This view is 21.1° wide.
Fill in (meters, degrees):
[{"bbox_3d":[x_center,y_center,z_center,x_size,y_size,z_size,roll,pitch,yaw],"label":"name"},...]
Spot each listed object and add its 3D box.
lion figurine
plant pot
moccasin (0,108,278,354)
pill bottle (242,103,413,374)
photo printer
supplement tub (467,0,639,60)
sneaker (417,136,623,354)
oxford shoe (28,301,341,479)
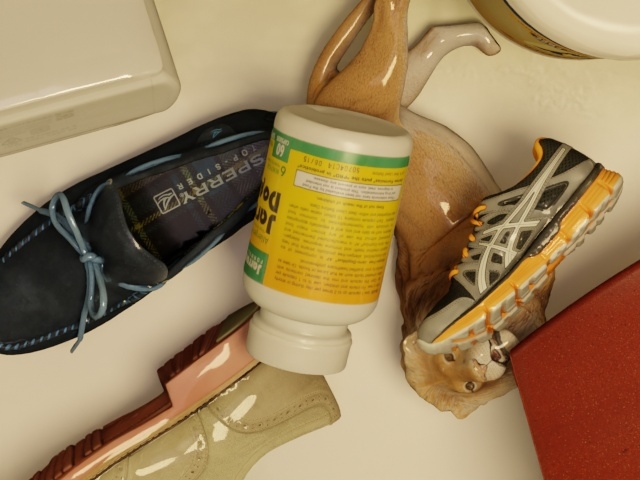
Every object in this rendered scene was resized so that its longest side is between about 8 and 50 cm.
[{"bbox_3d":[0.095,-0.056,1.518,0.240,0.142,0.392,-37,82,10],"label":"lion figurine"},{"bbox_3d":[0.302,0.171,1.431,0.236,0.267,0.267,-17,54,8],"label":"plant pot"},{"bbox_3d":[-0.169,-0.018,1.506,0.342,0.117,0.137,-37,96,2],"label":"moccasin"},{"bbox_3d":[0.000,0.000,1.430,0.118,0.117,0.208,11,103,-3],"label":"pill bottle"},{"bbox_3d":[-0.280,-0.226,1.443,0.256,0.107,0.307,-15,73,-9],"label":"photo printer"},{"bbox_3d":[0.217,-0.254,1.340,0.228,0.316,0.228,0,96,-1],"label":"supplement tub"},{"bbox_3d":[0.150,0.007,1.406,0.083,0.084,0.215,43,82,14],"label":"sneaker"},{"bbox_3d":[-0.158,0.227,1.523,0.397,0.140,0.146,-39,98,3],"label":"oxford shoe"}]
